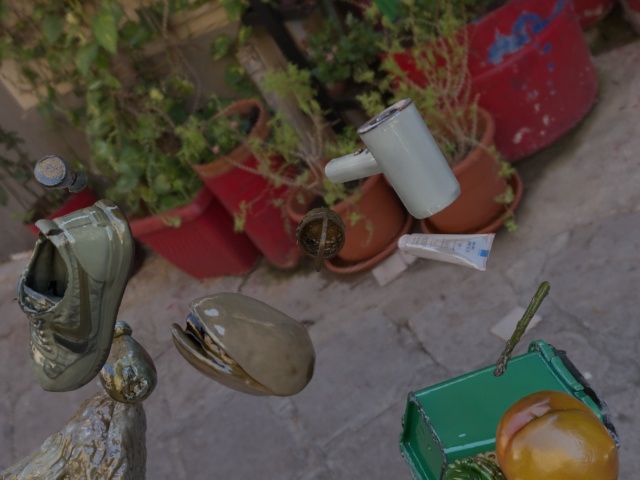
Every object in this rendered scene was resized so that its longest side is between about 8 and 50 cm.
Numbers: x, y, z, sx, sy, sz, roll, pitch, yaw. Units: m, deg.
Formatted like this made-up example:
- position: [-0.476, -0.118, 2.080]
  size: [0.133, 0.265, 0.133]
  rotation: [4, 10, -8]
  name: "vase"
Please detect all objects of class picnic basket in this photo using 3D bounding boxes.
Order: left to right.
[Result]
- position: [0.000, 0.000, 1.092]
  size: [0.072, 0.072, 0.083]
  rotation: [-24, 29, 16]
  name: "picnic basket"

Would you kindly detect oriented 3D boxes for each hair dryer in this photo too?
- position: [0.068, -0.088, 1.059]
  size: [0.073, 0.131, 0.236]
  rotation: [-38, 14, -25]
  name: "hair dryer"

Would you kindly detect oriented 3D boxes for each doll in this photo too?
- position: [0.223, 0.311, 1.085]
  size: [0.078, 0.113, 0.077]
  rotation: [-38, 63, 41]
  name: "doll"

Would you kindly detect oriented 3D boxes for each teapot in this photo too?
- position: [-0.338, -0.085, 1.105]
  size: [0.043, 0.043, 0.111]
  rotation: [-33, -2, -1]
  name: "teapot"

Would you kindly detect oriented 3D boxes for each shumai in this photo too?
- position: [-0.457, 0.408, 1.545]
  size: [0.262, 0.314, 0.267]
  rotation: [4, 16, -6]
  name: "shumai"

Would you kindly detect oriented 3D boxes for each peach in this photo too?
- position: [0.263, 0.237, 0.946]
  size: [0.138, 0.138, 0.138]
  rotation: [-25, 29, 15]
  name: "peach"

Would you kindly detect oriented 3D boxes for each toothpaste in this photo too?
- position: [0.160, 0.009, 1.087]
  size: [0.190, 0.031, 0.048]
  rotation: [7, 80, 62]
  name: "toothpaste"

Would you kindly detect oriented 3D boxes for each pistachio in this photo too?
- position: [-0.111, 0.159, 1.253]
  size: [0.138, 0.238, 0.153]
  rotation: [-56, 25, 14]
  name: "pistachio"

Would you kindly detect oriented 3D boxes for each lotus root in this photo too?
- position: [-0.306, 0.193, 1.308]
  size: [0.088, 0.088, 0.165]
  rotation: [-34, 43, -3]
  name: "lotus root"

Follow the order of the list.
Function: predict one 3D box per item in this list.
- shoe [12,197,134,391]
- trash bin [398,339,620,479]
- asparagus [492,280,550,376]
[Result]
- position: [-0.301, 0.074, 0.974]
  size: [0.098, 0.275, 0.103]
  rotation: [-8, 40, -43]
  name: "shoe"
- position: [0.379, 0.405, 1.724]
  size: [0.381, 0.259, 0.295]
  rotation: [-11, 38, -16]
  name: "trash bin"
- position: [0.364, 0.155, 1.510]
  size: [0.248, 0.025, 0.024]
  rotation: [-49, 5, -39]
  name: "asparagus"
